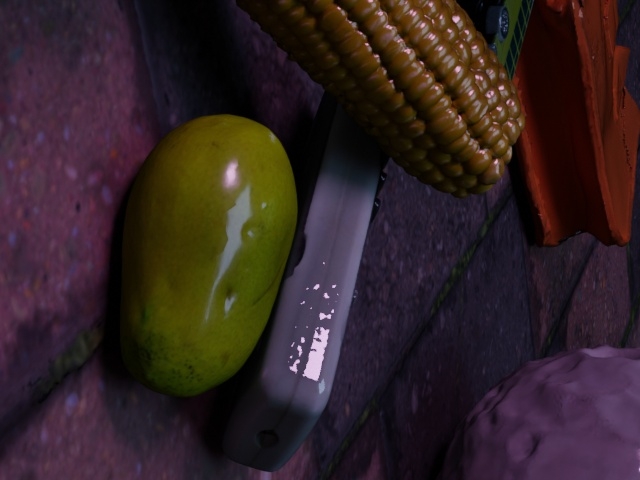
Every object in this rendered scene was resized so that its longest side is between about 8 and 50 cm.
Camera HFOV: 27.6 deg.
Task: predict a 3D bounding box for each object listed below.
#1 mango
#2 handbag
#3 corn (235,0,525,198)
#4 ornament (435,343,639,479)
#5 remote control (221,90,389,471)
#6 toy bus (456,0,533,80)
[{"bbox_3d":[-0.066,0.007,0.748,0.117,0.089,0.163,20,84,-74],"label":"mango"},{"bbox_3d":[0.294,-0.213,1.538,0.303,0.116,0.410,-72,152,-42],"label":"handbag"},{"bbox_3d":[0.009,-0.152,0.768,0.318,0.115,0.115,45,43,-19],"label":"corn"},{"bbox_3d":[0.263,0.263,1.195,0.337,0.337,0.337,0,90,-67],"label":"ornament"},{"bbox_3d":[0.000,0.000,0.865,0.140,0.056,0.296,121,-13,-57],"label":"remote control"},{"bbox_3d":[0.150,-0.219,1.232,0.101,0.088,0.175,63,38,-49],"label":"toy bus"}]
